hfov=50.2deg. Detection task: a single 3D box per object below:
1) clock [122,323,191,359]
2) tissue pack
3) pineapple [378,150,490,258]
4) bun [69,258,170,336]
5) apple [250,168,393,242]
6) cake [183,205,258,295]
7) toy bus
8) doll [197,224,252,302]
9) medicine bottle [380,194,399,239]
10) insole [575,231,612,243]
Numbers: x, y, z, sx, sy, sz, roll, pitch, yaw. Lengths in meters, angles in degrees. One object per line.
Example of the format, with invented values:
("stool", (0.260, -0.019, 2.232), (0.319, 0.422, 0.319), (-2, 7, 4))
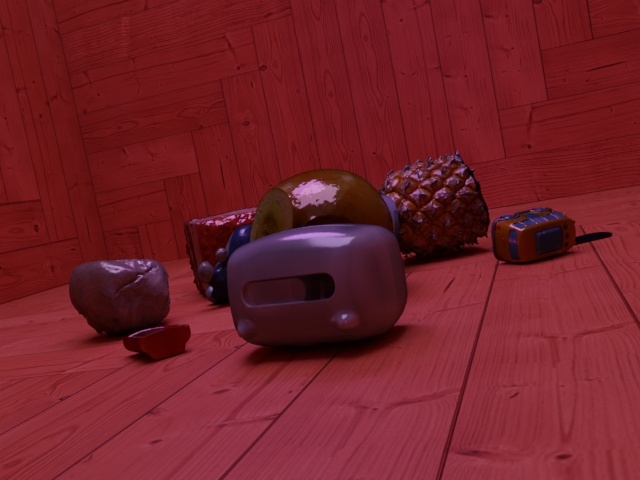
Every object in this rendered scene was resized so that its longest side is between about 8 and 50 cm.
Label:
("clock", (-0.364, 0.225, 1.519), (0.113, 0.061, 0.155), (-14, 2, -31))
("tissue pack", (-0.016, 0.088, 1.308), (0.333, 0.229, 0.236), (-8, 3, 24))
("pineapple", (0.354, -0.096, 2.204), (0.300, 0.352, 0.352), (-21, 5, 0))
("bun", (-0.548, 0.158, 1.877), (0.282, 0.204, 0.281), (-8, -9, -1))
("apple", (0.000, 0.000, 1.751), (0.384, 0.374, 0.374), (-28, 3, 8))
("cake", (-0.308, 0.036, 2.336), (0.270, 0.269, 0.319), (-13, 5, -16))
("toy bus", (0.576, -0.012, 1.823), (0.210, 0.126, 0.136), (-13, 14, -19))
("doll", (-0.251, 0.068, 2.088), (0.154, 0.228, 0.258), (14, 56, 17))
("medicine bottle", (0.059, -0.028, 2.055), (0.290, 0.244, 0.245), (3, 1, -17))
("insole", (0.677, 0.014, 1.966), (0.349, 0.009, 0.119), (-12, 6, -12))
